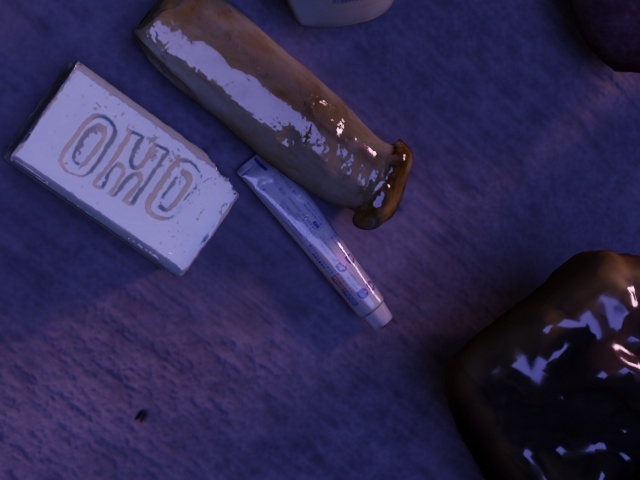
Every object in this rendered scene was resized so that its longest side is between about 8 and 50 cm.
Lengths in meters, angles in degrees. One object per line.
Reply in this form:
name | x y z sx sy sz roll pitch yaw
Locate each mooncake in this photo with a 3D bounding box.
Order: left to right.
mooncake | 0.301 0.217 1.289 0.246 0.393 0.394 -33 120 -12

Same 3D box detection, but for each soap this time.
soap | -0.183 -0.065 1.273 0.198 0.063 0.114 35 83 -19

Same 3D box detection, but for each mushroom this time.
mushroom | -0.040 -0.128 1.308 0.312 0.081 0.100 37 64 -15

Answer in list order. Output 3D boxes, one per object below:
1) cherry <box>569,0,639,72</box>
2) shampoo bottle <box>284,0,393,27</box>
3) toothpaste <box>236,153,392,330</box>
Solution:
cherry | 0.351 -0.292 1.365 0.213 0.183 0.266 13 113 -6
shampoo bottle | 0.015 -0.346 1.189 0.134 0.078 0.359 -14 142 -15
toothpaste | 0.000 0.000 1.358 0.052 0.033 0.218 -42 103 -21
